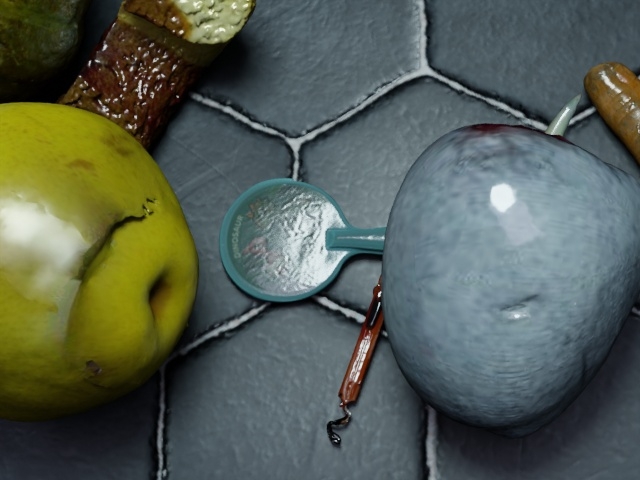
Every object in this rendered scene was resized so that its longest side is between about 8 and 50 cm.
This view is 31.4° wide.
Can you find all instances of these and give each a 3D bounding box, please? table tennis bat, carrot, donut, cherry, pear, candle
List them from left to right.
[{"bbox_3d":[-0.274,0.020,1.005,0.336,0.285,0.285,-9,73,22],"label":"pear"},{"bbox_3d":[-0.162,-0.185,1.116,0.112,0.151,0.295,39,111,-11],"label":"donut"},{"bbox_3d":[0.000,0.000,1.098,0.201,0.033,0.124,0,76,11],"label":"table tennis bat"},{"bbox_3d":[0.038,0.109,1.065,0.021,0.026,0.167,18,77,15],"label":"candle"},{"bbox_3d":[0.160,0.017,0.957,0.218,0.255,0.296,11,92,1],"label":"cherry"},{"bbox_3d":[0.315,-0.097,1.075,0.060,0.060,0.186,-37,72,-4],"label":"carrot"}]

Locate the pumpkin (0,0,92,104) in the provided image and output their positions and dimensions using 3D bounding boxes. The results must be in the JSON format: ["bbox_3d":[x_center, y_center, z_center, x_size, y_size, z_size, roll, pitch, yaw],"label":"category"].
[{"bbox_3d":[-0.316,-0.237,1.088,0.232,0.242,0.325,42,113,20],"label":"pumpkin"}]
